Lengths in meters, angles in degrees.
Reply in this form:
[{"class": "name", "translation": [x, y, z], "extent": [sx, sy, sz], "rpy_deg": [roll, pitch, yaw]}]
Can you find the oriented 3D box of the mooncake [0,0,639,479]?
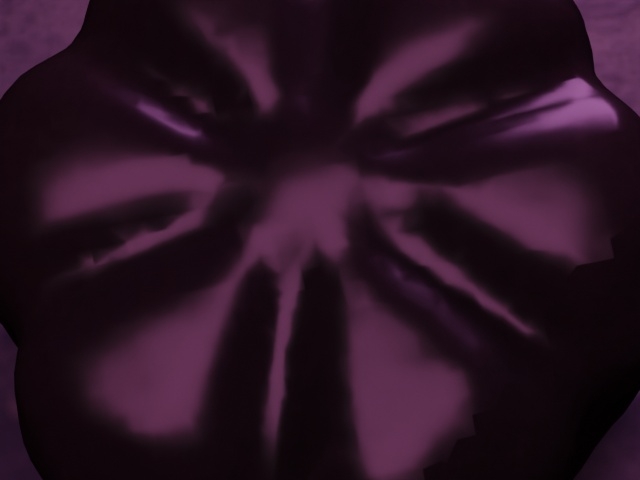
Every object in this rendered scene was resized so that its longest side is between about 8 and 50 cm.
[{"class": "mooncake", "translation": [0.000, 0.000, 0.496], "extent": [0.245, 0.133, 0.245], "rpy_deg": [-2, 69, 5]}]
